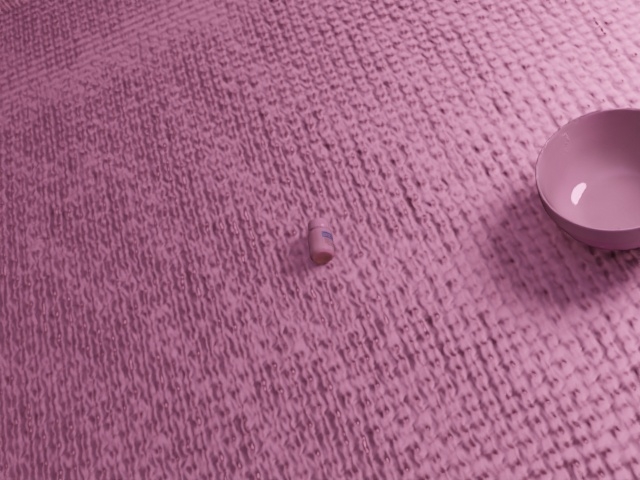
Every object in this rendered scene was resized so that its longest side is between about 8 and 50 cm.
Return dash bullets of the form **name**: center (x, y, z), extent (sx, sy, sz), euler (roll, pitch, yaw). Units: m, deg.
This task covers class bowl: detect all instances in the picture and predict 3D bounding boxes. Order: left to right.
- **bowl**: center (0.550, -0.096, 1.732), extent (0.287, 0.143, 0.286), euler (-10, 54, 14)

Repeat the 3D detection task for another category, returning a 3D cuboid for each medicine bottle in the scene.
- **medicine bottle**: center (0.000, 0.000, 1.930), extent (0.052, 0.052, 0.089), euler (-16, 52, 10)
